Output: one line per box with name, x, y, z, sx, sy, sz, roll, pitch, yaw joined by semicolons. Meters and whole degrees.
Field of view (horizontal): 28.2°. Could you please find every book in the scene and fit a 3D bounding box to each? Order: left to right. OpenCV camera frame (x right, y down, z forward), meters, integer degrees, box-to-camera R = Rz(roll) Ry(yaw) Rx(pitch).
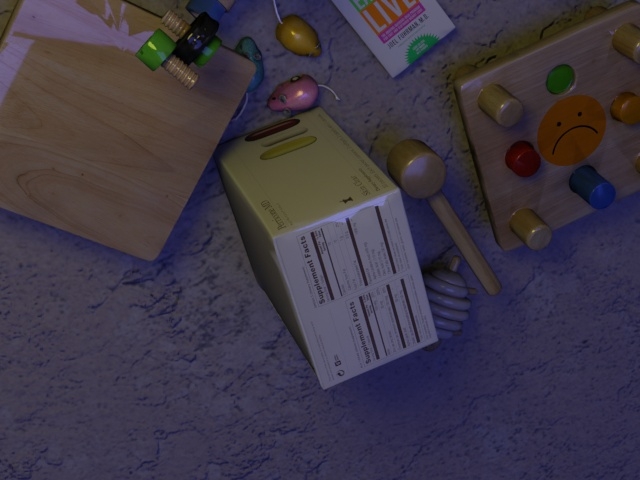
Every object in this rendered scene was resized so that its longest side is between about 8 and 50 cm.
book;0.078;-0.271;1.472;0.096;0.035;0.144;-40;123;7

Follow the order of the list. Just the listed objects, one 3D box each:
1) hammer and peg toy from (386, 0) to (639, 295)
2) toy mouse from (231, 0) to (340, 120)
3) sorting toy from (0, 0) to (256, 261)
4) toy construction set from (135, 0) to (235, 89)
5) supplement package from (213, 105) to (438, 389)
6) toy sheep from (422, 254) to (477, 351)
hammer and peg toy;0.257;-0.110;1.561;0.361;0.127;0.266;-26;123;-7
toy mouse;-0.051;-0.186;1.463;0.143;0.031;0.161;-45;122;6
sorting toy;-0.245;-0.142;1.380;0.257;0.089;0.255;22;106;-28
toy construction set;-0.115;-0.356;1.226;0.237;0.257;0.309;39;106;-14
supplement package;0.000;0.000;1.440;0.145;0.262;0.204;-23;121;-9
toy sheep;0.156;0.081;1.647;0.091;0.091;0.132;13;96;-25
